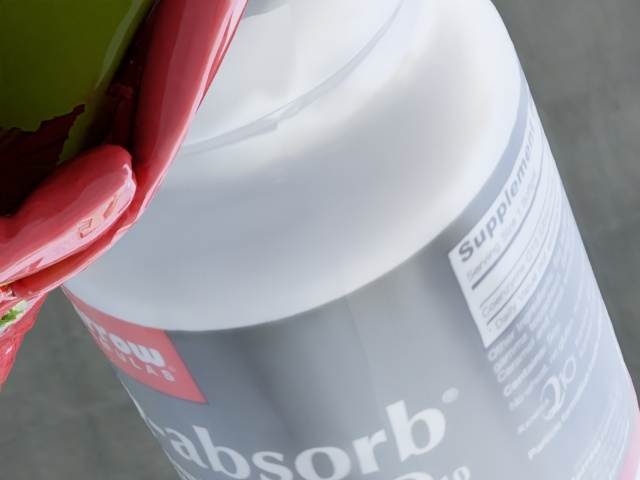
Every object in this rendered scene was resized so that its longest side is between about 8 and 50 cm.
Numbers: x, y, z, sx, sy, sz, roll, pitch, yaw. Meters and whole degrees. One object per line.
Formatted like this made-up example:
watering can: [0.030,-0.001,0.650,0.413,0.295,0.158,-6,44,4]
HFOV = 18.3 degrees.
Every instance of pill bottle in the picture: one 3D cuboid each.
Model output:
pill bottle: [0.000,0.000,0.843,0.210,0.363,0.210,-14,-137,13]

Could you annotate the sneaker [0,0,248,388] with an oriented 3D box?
sneaker: [-0.085,-0.014,0.373,0.107,0.118,0.279,20,-64,-22]
